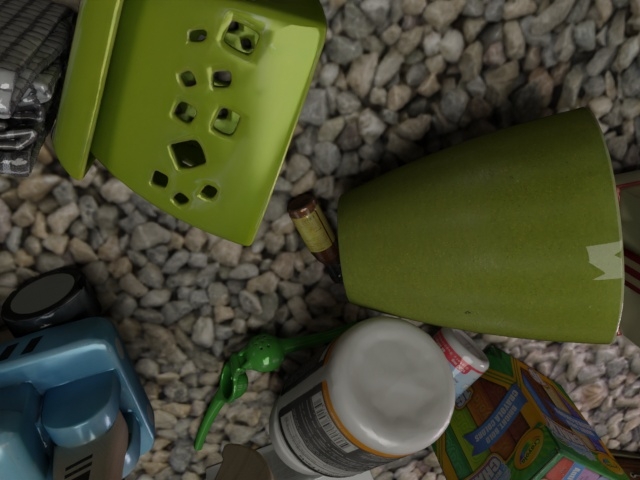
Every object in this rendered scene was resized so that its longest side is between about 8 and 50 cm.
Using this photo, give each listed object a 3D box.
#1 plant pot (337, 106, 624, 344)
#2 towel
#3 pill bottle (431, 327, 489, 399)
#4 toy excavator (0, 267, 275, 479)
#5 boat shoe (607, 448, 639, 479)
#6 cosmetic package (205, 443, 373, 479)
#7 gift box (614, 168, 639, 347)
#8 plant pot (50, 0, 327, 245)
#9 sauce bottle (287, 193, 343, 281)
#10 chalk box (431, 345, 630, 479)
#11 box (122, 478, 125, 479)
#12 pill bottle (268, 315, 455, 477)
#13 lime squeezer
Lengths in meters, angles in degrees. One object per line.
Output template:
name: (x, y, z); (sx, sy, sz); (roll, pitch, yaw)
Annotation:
plant pot: (0.175, -0.001, 0.874); (0.293, 0.275, 0.275); (-6, 121, 10)
towel: (-0.350, -0.153, 0.640); (0.235, 0.284, 0.121); (11, 116, -17)
pill bottle: (0.161, 0.204, 1.061); (0.087, 0.087, 0.160); (34, 106, -26)
toy excavator: (-0.267, 0.230, 0.773); (0.433, 0.445, 0.222); (-16, 121, -3)
boat shoe: (0.530, 0.431, 1.256); (0.307, 0.104, 0.111); (-5, 119, -10)
cosmetic package: (-0.048, 0.353, 1.091); (0.239, 0.099, 0.060); (-20, 120, 0)
gift box: (0.502, 0.044, 0.947); (0.255, 0.258, 0.276); (-7, 112, -9)
plant pot: (-0.132, -0.160, 0.724); (0.207, 0.228, 0.227); (16, 114, -12)
sauce bottle: (0.000, 0.000, 0.939); (0.042, 0.042, 0.128); (-26, 120, 2)
chalk box: (0.301, 0.329, 1.043); (0.179, 0.289, 0.180); (30, 108, -25)
box: (-0.368, 0.439, 1.089); (0.183, 0.059, 0.233); (-13, 119, -5)
pill bottle: (0.038, 0.213, 0.934); (0.162, 0.162, 0.278); (11, 152, -18)
lime squeezer: (-0.093, 0.186, 1.026); (0.310, 0.059, 0.110); (-38, 151, 9)
